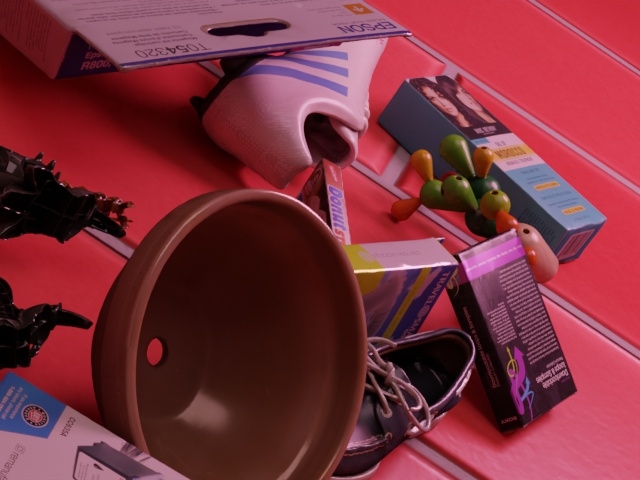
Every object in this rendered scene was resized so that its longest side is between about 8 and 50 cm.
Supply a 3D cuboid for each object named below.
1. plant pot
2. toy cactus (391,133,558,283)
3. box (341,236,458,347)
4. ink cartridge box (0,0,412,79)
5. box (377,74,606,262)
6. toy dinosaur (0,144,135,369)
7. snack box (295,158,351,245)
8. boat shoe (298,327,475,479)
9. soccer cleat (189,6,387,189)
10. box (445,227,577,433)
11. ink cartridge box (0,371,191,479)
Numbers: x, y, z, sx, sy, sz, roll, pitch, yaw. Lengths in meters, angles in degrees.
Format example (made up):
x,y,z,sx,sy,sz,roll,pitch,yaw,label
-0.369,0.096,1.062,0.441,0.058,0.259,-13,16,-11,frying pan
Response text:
x,y,z,sx,sy,sz,roll,pitch,yaw,label
-0.083,0.082,1.307,0.109,0.237,0.237,2,1,41,plant pot
0.167,-0.002,1.823,0.180,0.112,0.219,36,17,-42,toy cactus
0.039,0.052,1.548,0.178,0.109,0.042,-3,41,-51,box
-0.142,-0.219,1.700,0.324,0.071,0.330,-11,39,-38,ink cartridge box
0.181,-0.075,1.973,0.244,0.060,0.100,45,28,19,box
-0.259,-0.028,1.319,0.322,0.164,0.218,-23,42,-35,toy dinosaur
0.000,0.000,1.640,0.022,0.064,0.178,24,28,-18,snack box
0.048,0.125,1.470,0.095,0.079,0.254,45,28,20,boat shoe
-0.001,-0.135,1.830,0.143,0.116,0.331,46,34,6,soccer cleat
0.166,0.078,1.652,0.116,0.029,0.162,-20,88,-56,box
-0.148,0.187,1.147,0.190,0.082,0.140,31,27,-5,ink cartridge box
